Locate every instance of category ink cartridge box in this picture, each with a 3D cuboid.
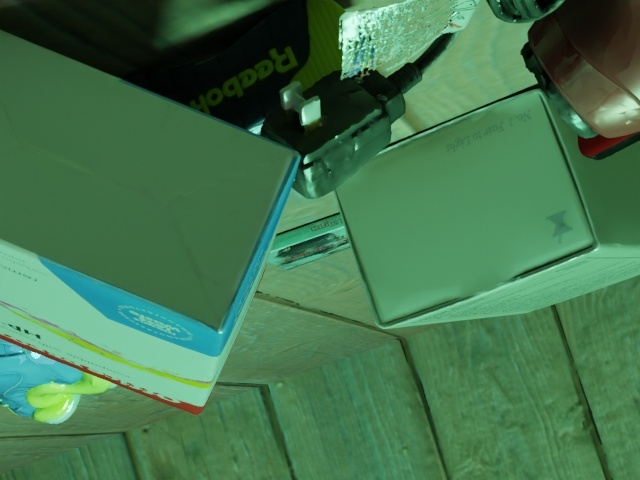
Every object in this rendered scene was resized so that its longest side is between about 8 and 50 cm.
[{"bbox_3d":[-0.093,0.005,0.729,0.134,0.078,0.231,22,164,0],"label":"ink cartridge box"}]

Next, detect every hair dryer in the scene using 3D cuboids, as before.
[{"bbox_3d":[0.123,-0.105,0.664,0.294,0.080,0.223,-24,163,-21],"label":"hair dryer"}]

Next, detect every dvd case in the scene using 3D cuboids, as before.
[{"bbox_3d":[0.000,0.000,1.369,0.087,0.013,0.119,-19,172,7],"label":"dvd case"}]

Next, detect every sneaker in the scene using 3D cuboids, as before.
[{"bbox_3d":[-0.217,0.072,1.215,0.126,0.091,0.240,7,162,-24],"label":"sneaker"},{"bbox_3d":[-0.037,-0.059,0.774,0.144,0.053,0.059,-20,173,23],"label":"sneaker"}]

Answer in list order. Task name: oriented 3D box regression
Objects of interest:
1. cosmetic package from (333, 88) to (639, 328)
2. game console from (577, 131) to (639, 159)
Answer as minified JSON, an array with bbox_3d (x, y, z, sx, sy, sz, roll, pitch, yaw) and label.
[{"bbox_3d":[0.147,-0.017,1.230,0.160,0.113,0.309,-21,170,21],"label":"cosmetic package"},{"bbox_3d":[0.206,-0.106,0.886,0.085,0.124,0.144,17,155,-26],"label":"game console"}]
